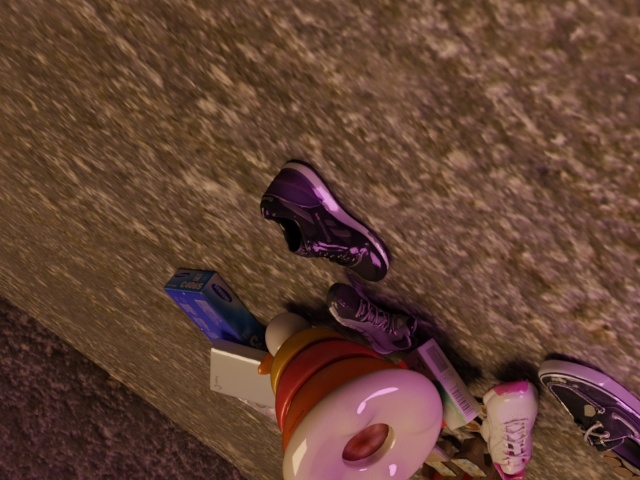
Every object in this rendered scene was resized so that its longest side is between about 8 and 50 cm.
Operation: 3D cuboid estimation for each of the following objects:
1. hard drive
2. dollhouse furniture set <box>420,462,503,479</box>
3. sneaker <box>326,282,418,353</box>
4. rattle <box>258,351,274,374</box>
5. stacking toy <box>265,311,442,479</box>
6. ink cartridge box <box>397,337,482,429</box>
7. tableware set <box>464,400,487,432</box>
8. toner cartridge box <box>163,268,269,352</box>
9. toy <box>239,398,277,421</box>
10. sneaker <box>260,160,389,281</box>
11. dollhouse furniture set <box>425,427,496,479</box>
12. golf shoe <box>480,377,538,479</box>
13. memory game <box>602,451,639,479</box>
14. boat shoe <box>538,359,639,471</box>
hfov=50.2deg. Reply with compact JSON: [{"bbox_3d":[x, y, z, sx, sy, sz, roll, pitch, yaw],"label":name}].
[{"bbox_3d":[-0.126,0.386,1.859,0.352,0.047,0.233,16,139,3],"label":"hard drive"},{"bbox_3d":[0.347,0.706,1.789,0.135,0.259,0.262,38,150,-27],"label":"dollhouse furniture set"},{"bbox_3d":[0.124,0.154,1.394,0.132,0.086,0.228,-9,140,44],"label":"sneaker"},{"bbox_3d":[-0.036,0.299,1.697,0.199,0.142,0.130,27,131,24],"label":"rattle"},{"bbox_3d":[0.007,0.301,1.490,0.480,0.350,0.351,49,170,50],"label":"stacking toy"},{"bbox_3d":[0.236,0.328,1.486,0.181,0.056,0.225,56,152,13],"label":"ink cartridge box"},{"bbox_3d":[0.362,0.404,1.574,0.141,0.020,0.169,-5,132,47],"label":"tableware set"},{"bbox_3d":[-0.258,0.222,1.856,0.165,0.075,0.348,1,137,41],"label":"toner cartridge box"},{"bbox_3d":[-0.167,0.450,2.089,0.237,0.137,0.056,27,-170,9],"label":"toy"},{"bbox_3d":[0.000,0.000,1.234,0.283,0.124,0.107,45,149,-19],"label":"sneaker"},{"bbox_3d":[0.166,0.552,1.722,0.362,0.256,0.394,39,153,-6],"label":"dollhouse furniture set"},{"bbox_3d":[0.392,0.385,1.379,0.115,0.140,0.306,-10,142,5],"label":"golf shoe"},{"bbox_3d":[0.656,0.450,1.363,0.186,0.012,0.186,24,148,16],"label":"memory game"},{"bbox_3d":[0.517,0.331,1.233,0.301,0.102,0.108,36,150,-4],"label":"boat shoe"}]
